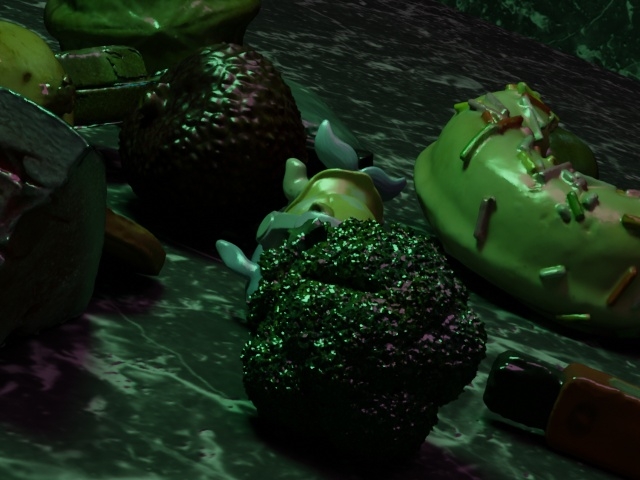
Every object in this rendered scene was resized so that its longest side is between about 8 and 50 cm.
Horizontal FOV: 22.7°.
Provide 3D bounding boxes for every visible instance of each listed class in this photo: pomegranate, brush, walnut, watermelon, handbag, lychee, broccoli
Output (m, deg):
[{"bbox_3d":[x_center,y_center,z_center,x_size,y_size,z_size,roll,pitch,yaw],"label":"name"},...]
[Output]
[{"bbox_3d":[0.281,-0.056,1.933,0.152,0.131,0.191,-2,42,-44],"label":"pomegranate"},{"bbox_3d":[-0.297,-0.117,1.412,0.196,0.196,0.196,16,16,-5],"label":"pomegranate"},{"bbox_3d":[0.287,0.168,1.292,0.323,0.070,0.051,23,18,7],"label":"brush"},{"bbox_3d":[-0.200,-0.266,1.907,0.282,0.227,0.283,-3,16,1],"label":"walnut"},{"bbox_3d":[-0.271,0.011,1.141,0.212,0.201,0.262,19,-27,8],"label":"watermelon"},{"bbox_3d":[-0.054,-0.155,1.992,0.191,0.075,0.332,16,13,-20],"label":"handbag"},{"bbox_3d":[-0.104,-0.094,1.549,0.194,0.194,0.194,16,16,-5],"label":"lychee"},{"bbox_3d":[0.027,0.072,1.182,0.195,0.195,0.156,16,-14,-6],"label":"broccoli"}]

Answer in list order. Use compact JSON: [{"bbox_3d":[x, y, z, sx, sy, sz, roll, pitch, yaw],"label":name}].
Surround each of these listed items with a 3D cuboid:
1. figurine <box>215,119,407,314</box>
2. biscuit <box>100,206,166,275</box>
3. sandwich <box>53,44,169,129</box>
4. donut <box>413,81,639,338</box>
[{"bbox_3d":[0.000,0.000,1.347,0.128,0.209,0.184,34,-25,-16],"label":"figurine"},{"bbox_3d":[-0.215,-0.019,1.314,0.142,0.029,0.220,11,-16,39],"label":"biscuit"},{"bbox_3d":[-0.258,-0.155,1.640,0.235,0.079,0.159,-8,8,-2],"label":"sandwich"},{"bbox_3d":[0.271,-0.034,1.706,0.371,0.150,0.307,29,31,18],"label":"donut"}]
